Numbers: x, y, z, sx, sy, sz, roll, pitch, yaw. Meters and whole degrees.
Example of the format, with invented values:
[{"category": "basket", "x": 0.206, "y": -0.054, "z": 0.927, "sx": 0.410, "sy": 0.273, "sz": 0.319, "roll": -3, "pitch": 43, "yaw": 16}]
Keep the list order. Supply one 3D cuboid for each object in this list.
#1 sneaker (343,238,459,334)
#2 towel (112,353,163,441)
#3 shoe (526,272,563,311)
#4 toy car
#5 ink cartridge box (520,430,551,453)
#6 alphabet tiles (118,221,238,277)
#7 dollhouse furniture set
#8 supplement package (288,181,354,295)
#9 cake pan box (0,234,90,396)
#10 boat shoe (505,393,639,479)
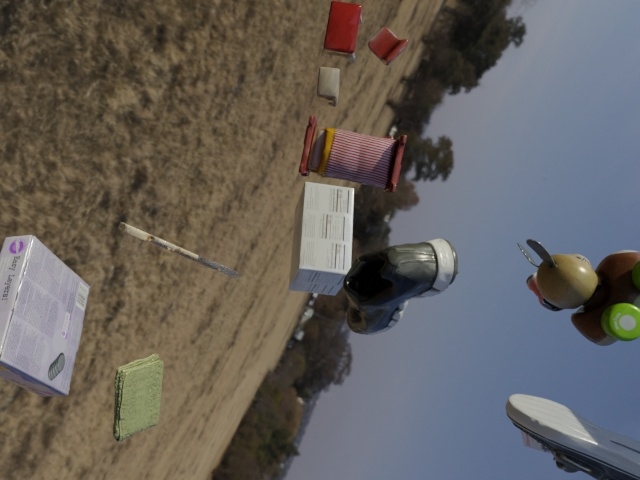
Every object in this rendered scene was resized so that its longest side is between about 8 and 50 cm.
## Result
[{"category": "sneaker", "x": 0.067, "y": 0.061, "z": 0.734, "sx": 0.234, "sy": 0.106, "sz": 0.078, "roll": 131, "pitch": -43, "yaw": -56}, {"category": "towel", "x": -0.348, "y": 0.298, "z": 1.111, "sx": 0.110, "sy": 0.027, "sz": 0.148, "roll": -7, "pitch": 102, "yaw": -58}, {"category": "shoe", "x": 0.567, "y": 0.134, "z": 1.357, "sx": 0.081, "sy": 0.178, "sz": 0.063, "roll": -100, "pitch": -147, "yaw": -54}, {"category": "toy car", "x": 0.381, "y": 0.049, "z": 0.858, "sx": 0.149, "sy": 0.188, "sz": 0.155, "roll": -56, "pitch": 170, "yaw": -2}, {"category": "ink cartridge box", "x": 0.620, "y": 0.518, "z": 1.560, "sx": 0.063, "sy": 0.151, "sz": 0.109, "roll": -54, "pitch": 135, "yaw": -37}, {"category": "alphabet tiles", "x": -0.338, "y": 0.024, "z": 1.382, "sx": 0.278, "sy": 0.284, "sz": 0.021, "roll": 12, "pitch": -103, "yaw": 65}, {"category": "dollhouse furniture set", "x": 0.084, "y": -0.296, "z": 1.202, "sx": 0.152, "sy": 0.202, "sz": 0.373, "roll": -67, "pitch": 166, "yaw": -87}, {"category": "supplement package", "x": 0.000, "y": 0.000, "z": 1.662, "sx": 0.204, "sy": 0.145, "sz": 0.261, "roll": 117, "pitch": -21, "yaw": -66}, {"category": "cake pan box", "x": -0.564, "y": 0.152, "z": 1.163, "sx": 0.245, "sy": 0.070, "sz": 0.266, "roll": 80, "pitch": 9, "yaw": -62}, {"category": "boat shoe", "x": 0.553, "y": 0.452, "z": 1.255, "sx": 0.121, "sy": 0.335, "sz": 0.119, "roll": -28, "pitch": 139, "yaw": -61}]
